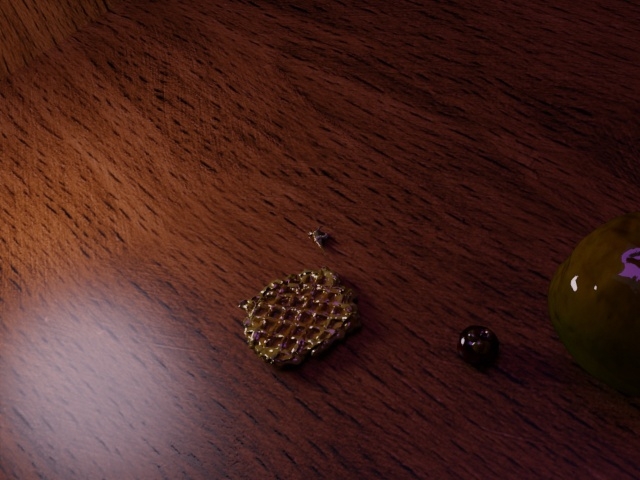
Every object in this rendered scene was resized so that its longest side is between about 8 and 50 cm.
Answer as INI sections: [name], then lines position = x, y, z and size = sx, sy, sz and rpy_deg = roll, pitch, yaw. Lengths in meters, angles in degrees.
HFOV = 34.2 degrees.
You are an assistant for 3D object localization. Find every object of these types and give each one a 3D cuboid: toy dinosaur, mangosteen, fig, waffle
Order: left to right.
[waffle]
position = -0.044, 0.157, 2.174
size = 0.254, 0.052, 0.245
rpy_deg = -28, 42, -8
[toy dinosaur]
position = 0.002, -0.003, 2.331
size = 0.041, 0.026, 0.113
rpy_deg = -35, 35, -5
[mangosteen]
position = 0.298, 0.197, 1.981
size = 0.081, 0.081, 0.081
rpy_deg = -11, 44, 11
[fig]
position = 0.573, 0.123, 1.788
size = 0.343, 0.343, 0.343
rpy_deg = -11, 44, 11
